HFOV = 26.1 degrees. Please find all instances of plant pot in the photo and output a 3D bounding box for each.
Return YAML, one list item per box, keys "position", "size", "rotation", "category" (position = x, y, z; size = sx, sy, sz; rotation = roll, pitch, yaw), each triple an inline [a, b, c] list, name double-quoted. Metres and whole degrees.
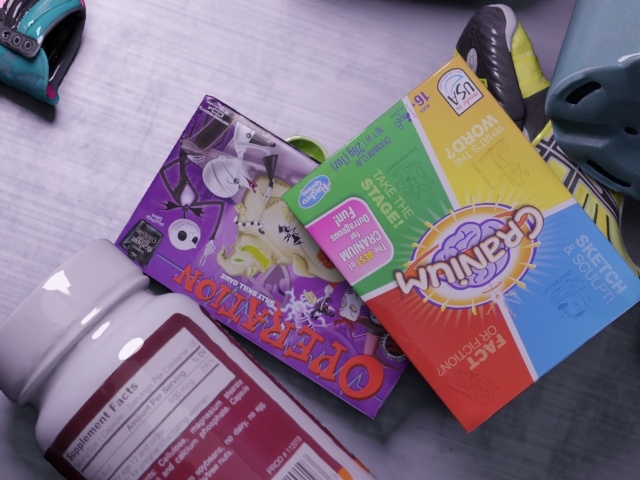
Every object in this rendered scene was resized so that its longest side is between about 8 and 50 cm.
- position: [0.409, -0.230, 1.447]
  size: [0.341, 0.341, 0.334]
  rotation: [25, 66, 0]
  category: "plant pot"

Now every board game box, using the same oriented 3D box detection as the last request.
- position: [-0.032, 0.016, 1.519]
  size: [0.346, 0.056, 0.208]
  rotation: [32, 98, 4]
  category: "board game box"
- position: [0.150, 0.003, 1.448]
  size: [0.242, 0.064, 0.316]
  rotation: [-39, 88, 5]
  category: "board game box"

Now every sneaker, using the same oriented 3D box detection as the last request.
- position: [-0.374, -0.203, 1.527]
  size: [0.295, 0.124, 0.178]
  rotation: [-42, 77, -11]
  category: "sneaker"
- position: [0.255, -0.082, 1.559]
  size: [0.147, 0.145, 0.385]
  rotation: [-16, 91, -17]
  category: "sneaker"

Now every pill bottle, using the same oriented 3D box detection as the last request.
- position: [-0.148, 0.198, 1.420]
  size: [0.392, 0.224, 0.224]
  rotation: [44, 80, 4]
  category: "pill bottle"

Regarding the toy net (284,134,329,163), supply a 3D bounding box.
- position: [0.000, 0.000, 1.557]
  size: [0.122, 0.045, 0.232]
  rotation: [-34, 85, -10]
  category: "toy net"
